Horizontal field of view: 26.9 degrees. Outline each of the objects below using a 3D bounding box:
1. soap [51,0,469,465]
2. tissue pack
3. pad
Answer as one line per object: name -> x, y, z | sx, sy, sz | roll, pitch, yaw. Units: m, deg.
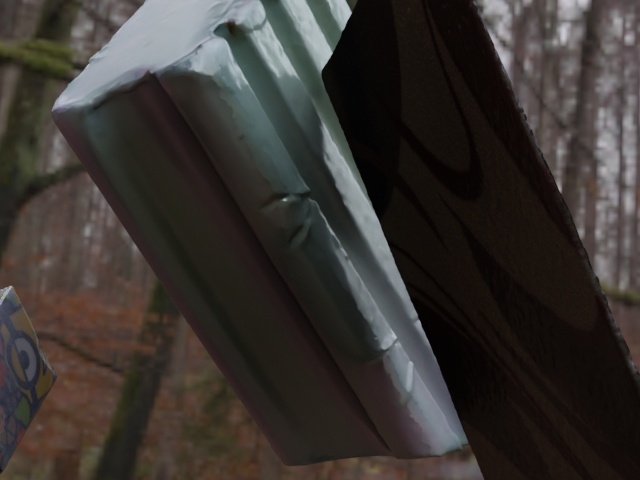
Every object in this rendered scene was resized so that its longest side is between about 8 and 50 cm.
soap -> 0.000, 0.000, 0.847 | 0.115, 0.208, 0.347 | -17, -63, 29
tissue pack -> -0.166, 0.071, 0.665 | 0.035, 0.063, 0.083 | -12, 27, 16
pad -> 0.079, 0.020, 0.656 | 0.004, 0.330, 0.220 | -18, -13, -16
